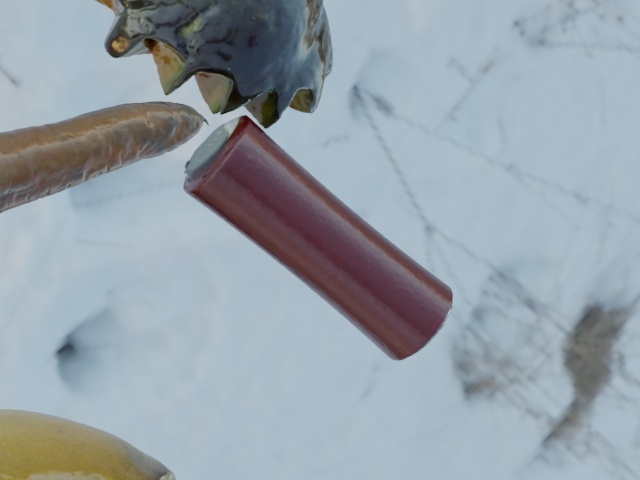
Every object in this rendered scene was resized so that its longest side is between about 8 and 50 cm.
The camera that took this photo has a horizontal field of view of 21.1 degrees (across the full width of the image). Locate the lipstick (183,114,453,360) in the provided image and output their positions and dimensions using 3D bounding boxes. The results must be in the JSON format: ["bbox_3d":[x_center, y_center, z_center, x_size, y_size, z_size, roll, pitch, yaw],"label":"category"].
[{"bbox_3d":[0.000,0.000,1.376,0.241,0.080,0.080,40,93,-18],"label":"lipstick"}]

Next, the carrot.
[{"bbox_3d":[-0.160,-0.049,1.011,0.224,0.057,0.057,-19,139,-29],"label":"carrot"}]

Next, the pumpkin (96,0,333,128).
[{"bbox_3d":[-0.061,-0.190,1.343,0.254,0.130,0.149,13,138,-32],"label":"pumpkin"}]

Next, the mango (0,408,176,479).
[{"bbox_3d":[-0.308,0.236,1.597,0.359,0.187,0.144,0,119,-27],"label":"mango"}]
